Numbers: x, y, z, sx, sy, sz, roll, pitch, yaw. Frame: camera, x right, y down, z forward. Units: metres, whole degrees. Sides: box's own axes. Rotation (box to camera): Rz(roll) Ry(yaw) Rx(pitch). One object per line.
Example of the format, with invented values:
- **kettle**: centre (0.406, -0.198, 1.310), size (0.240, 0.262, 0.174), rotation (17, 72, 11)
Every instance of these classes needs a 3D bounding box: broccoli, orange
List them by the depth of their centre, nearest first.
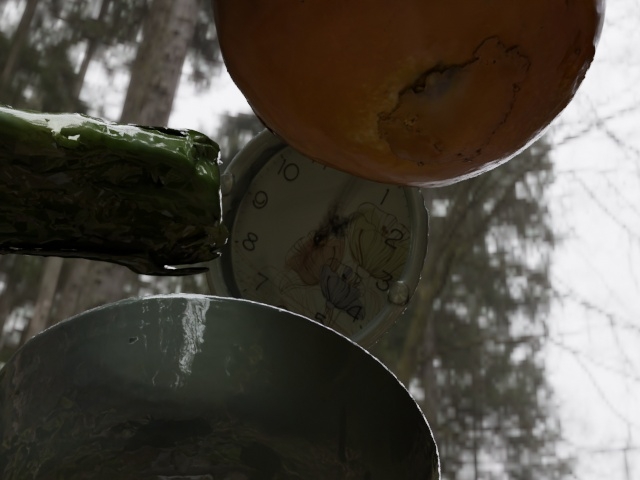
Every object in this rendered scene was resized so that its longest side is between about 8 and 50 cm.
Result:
- **broccoli**: centre (-0.180, -0.007, 0.588), size (0.198, 0.177, 0.275), rotation (-47, -48, 13)
- **orange**: centre (0.051, -0.153, 0.930), size (0.246, 0.246, 0.246), rotation (2, -49, 2)

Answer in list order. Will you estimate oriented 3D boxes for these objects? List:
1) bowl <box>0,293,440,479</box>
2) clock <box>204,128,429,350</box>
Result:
- **bowl**: centre (-0.074, 0.185, 0.900), size (0.289, 0.146, 0.289), rotation (2, -51, 3)
- **clock**: centre (0.000, 0.000, 1.388), size (0.236, 0.236, 0.053), rotation (-26, -21, 24)
